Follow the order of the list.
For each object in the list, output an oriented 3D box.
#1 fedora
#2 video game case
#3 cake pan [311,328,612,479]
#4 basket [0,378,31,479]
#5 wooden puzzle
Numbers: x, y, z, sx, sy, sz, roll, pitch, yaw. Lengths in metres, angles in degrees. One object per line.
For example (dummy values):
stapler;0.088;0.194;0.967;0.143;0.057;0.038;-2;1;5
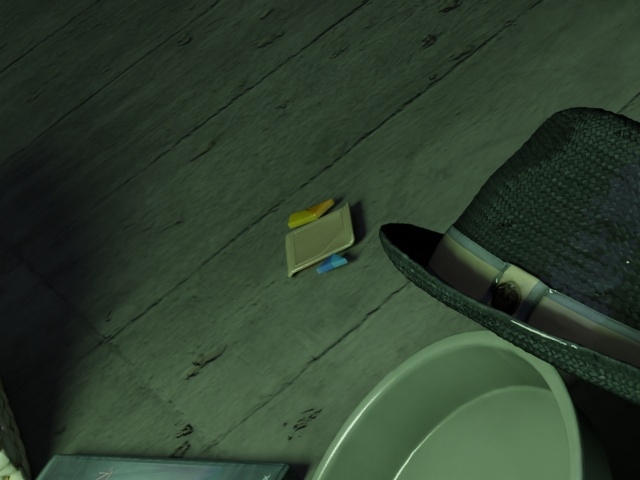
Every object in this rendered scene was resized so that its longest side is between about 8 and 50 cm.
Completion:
fedora;0.206;0.007;1.254;0.334;0.334;0.153;35;103;59
video game case;-0.167;0.251;1.539;0.274;0.026;0.196;-2;41;40
cake pan;0.080;0.201;1.241;0.293;0.054;0.293;-37;38;37
basket;-0.470;0.151;1.728;0.328;0.266;0.331;-34;30;-3
wooden puzzle;0.000;0.000;1.769;0.078;0.014;0.116;-26;30;19
